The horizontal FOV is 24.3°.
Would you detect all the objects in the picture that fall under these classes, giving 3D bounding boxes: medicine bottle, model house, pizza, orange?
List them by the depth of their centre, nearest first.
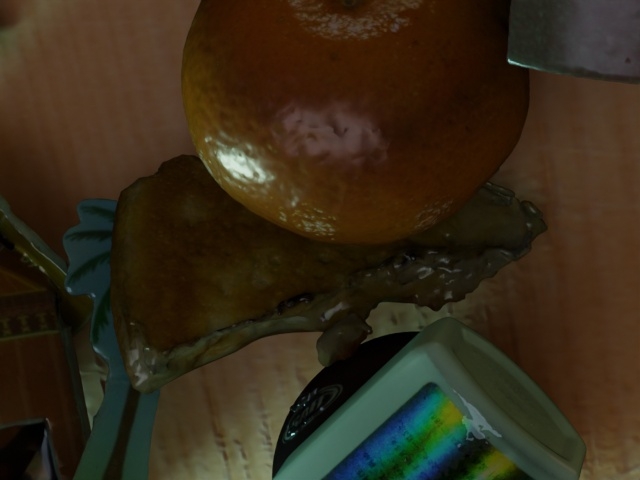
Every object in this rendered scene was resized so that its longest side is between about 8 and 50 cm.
[{"bbox_3d":[0.037,0.159,0.875,0.121,0.083,0.229,43,114,-2],"label":"medicine bottle"},{"bbox_3d":[0.019,-0.097,0.925,0.224,0.224,0.170,15,143,13],"label":"orange"},{"bbox_3d":[0.000,0.000,1.007,0.297,0.189,0.071,-17,144,-4],"label":"pizza"},{"bbox_3d":[-0.220,0.098,1.122,0.300,0.340,0.323,-37,65,63],"label":"model house"}]

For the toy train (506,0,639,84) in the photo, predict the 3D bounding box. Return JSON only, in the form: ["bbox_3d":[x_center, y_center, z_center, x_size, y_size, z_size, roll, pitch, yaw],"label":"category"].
[{"bbox_3d":[0.184,-0.233,0.823,0.150,0.221,0.304,11,111,14],"label":"toy train"}]

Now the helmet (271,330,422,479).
[{"bbox_3d":[0.067,0.159,1.003,0.216,0.193,0.189,26,122,-39],"label":"helmet"}]
